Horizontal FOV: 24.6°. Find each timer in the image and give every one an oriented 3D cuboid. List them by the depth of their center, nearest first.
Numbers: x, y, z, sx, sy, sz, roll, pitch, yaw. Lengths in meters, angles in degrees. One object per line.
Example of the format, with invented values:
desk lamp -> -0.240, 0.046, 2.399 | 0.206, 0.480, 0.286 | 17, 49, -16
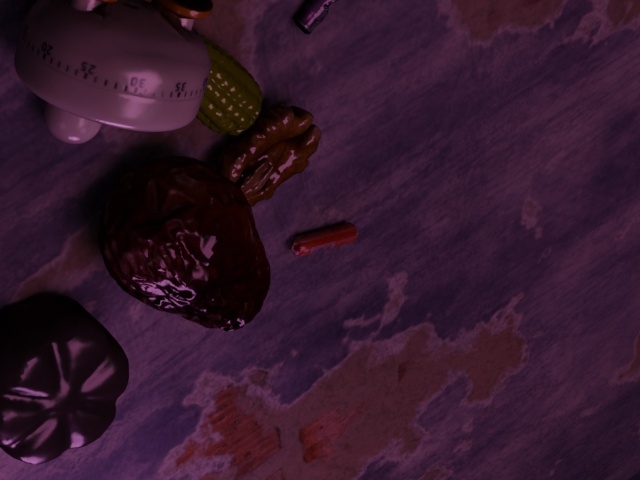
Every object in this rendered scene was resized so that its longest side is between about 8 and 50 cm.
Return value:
timer -> -0.254, -0.197, 1.762 | 0.233, 0.233, 0.240 | -2, 121, -44

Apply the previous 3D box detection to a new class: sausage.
sausage -> 0.000, 0.000, 2.356 | 0.129, 0.034, 0.034 | -16, 132, -36

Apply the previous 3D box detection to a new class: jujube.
jujube -> -0.176, 0.016, 2.068 | 0.216, 0.216, 0.342 | -43, 149, -8

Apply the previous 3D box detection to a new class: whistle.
whistle -> 0.027, -0.364, 2.061 | 0.176, 0.033, 0.033 | -50, 143, 3

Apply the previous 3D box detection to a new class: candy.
candy -> -0.160, -0.223, 1.952 | 0.097, 0.097, 0.209 | -48, 137, -1

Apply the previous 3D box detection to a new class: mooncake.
mooncake -> -0.386, 0.198, 2.066 | 0.245, 0.133, 0.245 | -21, 128, -30

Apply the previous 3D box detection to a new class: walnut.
walnut -> -0.081, -0.129, 2.130 | 0.170, 0.069, 0.143 | -40, 144, -9
